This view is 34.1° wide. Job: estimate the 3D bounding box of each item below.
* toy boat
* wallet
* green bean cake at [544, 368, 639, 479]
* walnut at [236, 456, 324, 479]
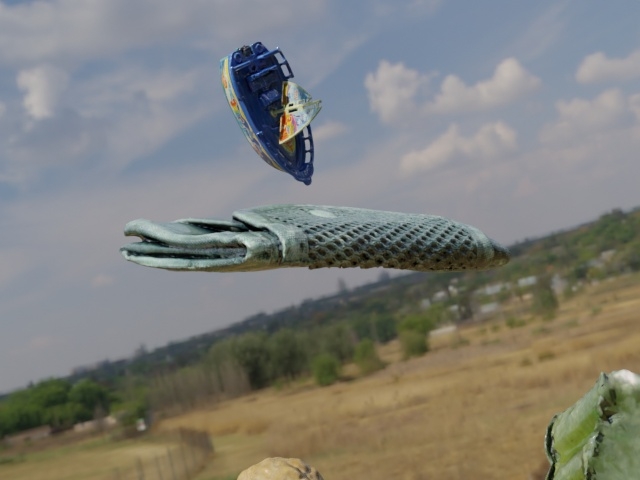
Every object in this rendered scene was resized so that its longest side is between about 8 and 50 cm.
[{"bbox_3d":[-0.039,-0.143,1.179,0.110,0.175,0.091,-9,18,48],"label":"toy boat"},{"bbox_3d":[0.000,0.000,1.067,0.342,0.075,0.237,2,1,-39],"label":"wallet"},{"bbox_3d":[0.303,0.241,0.819,0.255,0.241,0.132,10,-30,-11],"label":"green bean cake"},{"bbox_3d":[-0.028,0.189,0.701,0.082,0.079,0.096,-5,17,12],"label":"walnut"}]
